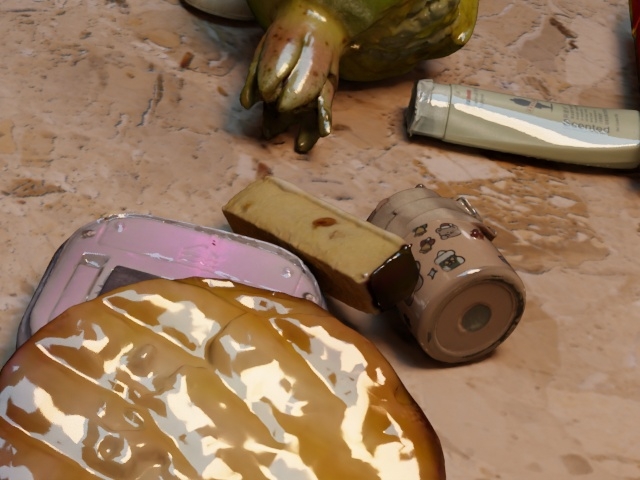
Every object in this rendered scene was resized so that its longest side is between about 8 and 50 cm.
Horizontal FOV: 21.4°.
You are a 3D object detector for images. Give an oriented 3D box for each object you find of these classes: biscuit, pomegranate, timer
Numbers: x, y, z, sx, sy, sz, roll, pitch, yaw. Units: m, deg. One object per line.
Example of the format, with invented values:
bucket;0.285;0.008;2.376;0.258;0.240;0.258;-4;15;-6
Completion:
biscuit;-0.063;0.156;1.025;0.296;0.102;0.296;12;50;-15
pomegranate;0.015;-0.221;1.505;0.236;0.236;0.302;25;65;17
timer;-0.101;0.062;1.199;0.208;0.069;0.191;14;39;1
biscuit;0.000;0.000;1.277;0.056;0.052;0.188;-43;40;-18

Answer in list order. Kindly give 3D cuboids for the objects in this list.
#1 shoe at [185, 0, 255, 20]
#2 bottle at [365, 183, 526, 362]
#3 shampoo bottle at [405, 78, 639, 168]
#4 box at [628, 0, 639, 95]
shoe;-0.052;-0.352;1.692;0.124;0.159;0.316;14;39;5
bottle;0.087;0.014;1.297;0.099;0.099;0.152;-5;36;-22
shampoo bottle;0.184;-0.103;1.515;0.212;0.049;0.072;8;41;-5
box;0.397;-0.152;1.574;0.197;0.089;0.313;21;34;-7
